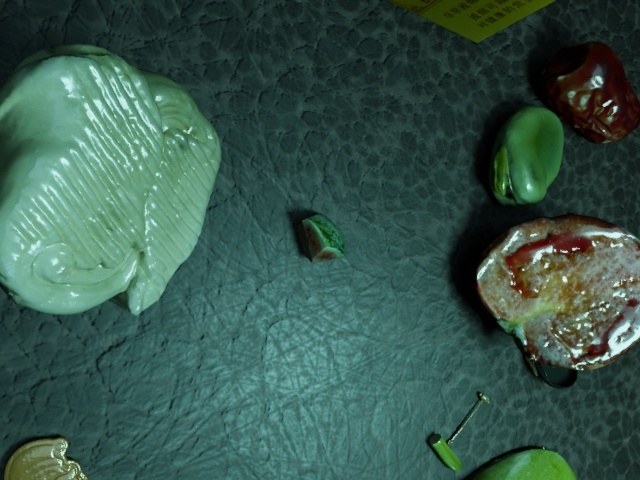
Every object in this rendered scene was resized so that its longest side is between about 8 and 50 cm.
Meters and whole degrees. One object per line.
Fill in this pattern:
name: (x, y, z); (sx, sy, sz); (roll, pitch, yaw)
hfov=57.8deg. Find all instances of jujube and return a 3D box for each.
jujube: (0.555, -0.295, 1.184); (0.230, 0.155, 0.155); (43, 72, -21)

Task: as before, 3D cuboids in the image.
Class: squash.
squash: (0.371, 0.533, 1.112); (0.309, 0.210, 0.234); (-34, 101, -50)
squash: (0.234, 0.396, 1.074); (0.027, 0.027, 0.083); (-41, 104, -20)

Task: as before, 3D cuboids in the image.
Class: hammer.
hammer: (0.280, 0.341, 1.105); (0.029, 0.014, 0.123); (46, 72, -6)

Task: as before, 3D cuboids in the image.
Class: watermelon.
watermelon: (0.001, -0.006, 0.983); (0.092, 0.072, 0.085); (5, 70, -62)

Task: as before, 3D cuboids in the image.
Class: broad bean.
broad bean: (0.405, -0.167, 1.146); (0.228, 0.100, 0.169); (-44, 113, -32)

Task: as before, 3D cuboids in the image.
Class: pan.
pan: (0.482, 0.198, 1.188); (0.114, 0.040, 0.212); (29, 62, -20)

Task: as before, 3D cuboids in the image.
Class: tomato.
tomato: (0.442, 0.087, 1.084); (0.308, 0.170, 0.309); (0, 86, 8)

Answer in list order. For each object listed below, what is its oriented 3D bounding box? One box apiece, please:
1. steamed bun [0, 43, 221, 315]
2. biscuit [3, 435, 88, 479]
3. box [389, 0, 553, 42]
steamed bun: (-0.305, -0.075, 0.751); (0.309, 0.219, 0.324); (21, 82, -60)
biscuit: (-0.383, 0.340, 0.809); (0.102, 0.019, 0.131); (-20, 96, -22)
box: (0.191, -0.498, 0.971); (0.415, 0.264, 0.116); (16, 83, -22)
